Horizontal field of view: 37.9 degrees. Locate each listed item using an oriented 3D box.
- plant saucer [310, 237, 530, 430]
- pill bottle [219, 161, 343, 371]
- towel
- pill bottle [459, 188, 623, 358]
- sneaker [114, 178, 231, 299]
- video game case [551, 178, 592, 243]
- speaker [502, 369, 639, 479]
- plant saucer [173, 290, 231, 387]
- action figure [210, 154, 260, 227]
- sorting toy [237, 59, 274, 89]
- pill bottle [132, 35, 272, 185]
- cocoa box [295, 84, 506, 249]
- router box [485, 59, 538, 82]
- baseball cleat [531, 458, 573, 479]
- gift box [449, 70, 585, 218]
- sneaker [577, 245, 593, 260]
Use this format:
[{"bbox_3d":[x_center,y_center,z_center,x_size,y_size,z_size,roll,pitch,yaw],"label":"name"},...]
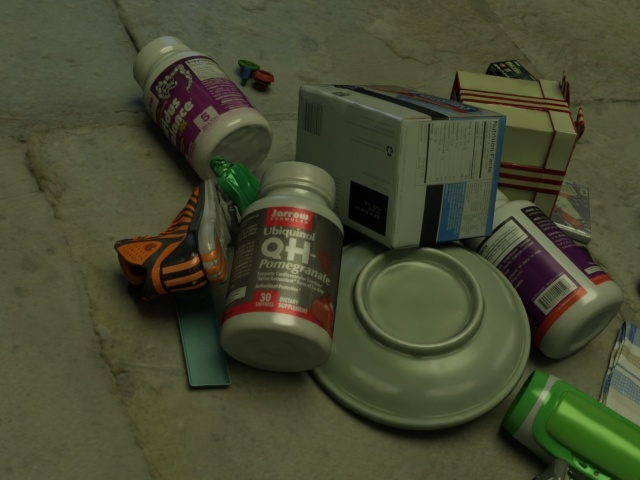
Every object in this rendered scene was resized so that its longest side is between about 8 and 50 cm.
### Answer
[{"bbox_3d":[0.159,0.119,1.565,0.401,0.100,0.400,1,50,-2],"label":"plant saucer"},{"bbox_3d":[-0.054,0.037,1.517,0.176,0.176,0.318,13,59,-10],"label":"pill bottle"},{"bbox_3d":[0.620,0.282,1.704,0.209,0.034,0.285,29,42,7],"label":"towel"},{"bbox_3d":[0.391,0.051,1.737,0.182,0.181,0.323,-17,55,-35],"label":"pill bottle"},{"bbox_3d":[-0.252,-0.005,1.574,0.180,0.124,0.321,-15,21,2],"label":"sneaker"},{"bbox_3d":[0.495,-0.089,2.043,0.201,0.023,0.183,19,42,-3],"label":"video game case"},{"bbox_3d":[0.450,0.334,1.512,0.297,0.131,0.131,31,43,10],"label":"speaker"},{"bbox_3d":[-0.194,0.159,1.508,0.067,0.018,0.192,1,47,-21],"label":"plant saucer"},{"bbox_3d":[-0.121,-0.054,1.651,0.232,0.063,0.137,57,41,-9],"label":"action figure"},{"bbox_3d":[-0.149,-0.360,2.053,0.102,0.042,0.061,36,27,32],"label":"sorting toy"},{"bbox_3d":[-0.239,-0.260,1.809,0.169,0.169,0.301,-19,55,-36],"label":"pill bottle"},{"bbox_3d":[0.134,-0.148,1.705,0.228,0.231,0.347,-7,20,-30],"label":"cocoa box"},{"bbox_3d":[0.490,-0.403,2.354,0.092,0.038,0.122,-14,53,-34],"label":"router box"},{"bbox_3d":[0.301,0.392,1.414,0.109,0.072,0.206,33,52,13],"label":"baseball cleat"},{"bbox_3d":[0.392,-0.211,1.927,0.258,0.255,0.276,8,41,-1],"label":"gift box"},{"bbox_3d":[0.507,0.027,1.910,0.089,0.051,0.170,-5,53,-27],"label":"sneaker"}]
